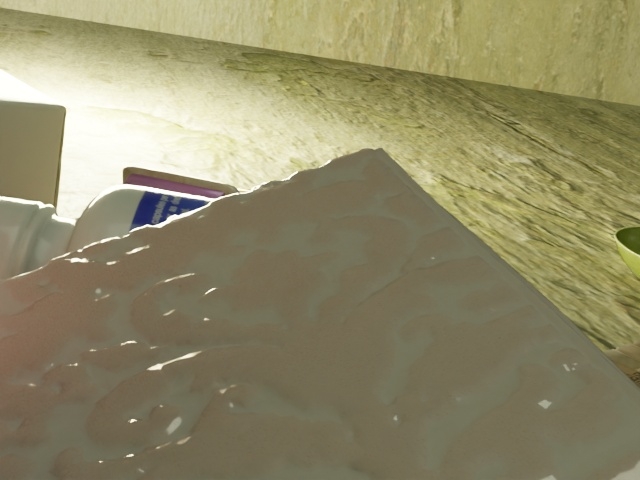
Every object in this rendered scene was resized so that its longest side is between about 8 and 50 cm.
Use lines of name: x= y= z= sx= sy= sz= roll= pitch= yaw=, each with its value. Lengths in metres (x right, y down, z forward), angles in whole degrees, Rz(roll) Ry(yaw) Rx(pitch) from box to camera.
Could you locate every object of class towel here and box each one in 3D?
towel: x=-0.059 y=0.088 z=0.486 sx=0.331 sy=0.053 sz=0.317 roll=-20 pitch=31 yaw=-11

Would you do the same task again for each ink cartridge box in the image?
ink cartridge box: x=-0.395 y=-0.103 z=1.075 sx=0.223 sy=0.129 sz=0.307 roll=-2 pitch=19 yaw=-36

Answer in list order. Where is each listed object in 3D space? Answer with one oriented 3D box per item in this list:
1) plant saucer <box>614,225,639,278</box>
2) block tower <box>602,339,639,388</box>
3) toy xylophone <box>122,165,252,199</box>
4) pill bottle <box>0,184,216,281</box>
plant saucer: x=0.434 y=0.038 z=1.297 sx=0.241 sy=0.037 sz=0.241 roll=10 pitch=15 yaw=-3
block tower: x=0.168 y=0.120 z=0.661 sx=0.335 sy=0.091 sz=0.097 roll=-10 pitch=23 yaw=-37
toy xylophone: x=0.000 y=0.000 z=0.978 sx=0.236 sy=0.081 sz=0.322 roll=12 pitch=6 yaw=26
pill bottle: x=-0.070 y=0.051 z=0.701 sx=0.272 sy=0.152 sz=0.152 roll=11 pitch=15 yaw=-1
